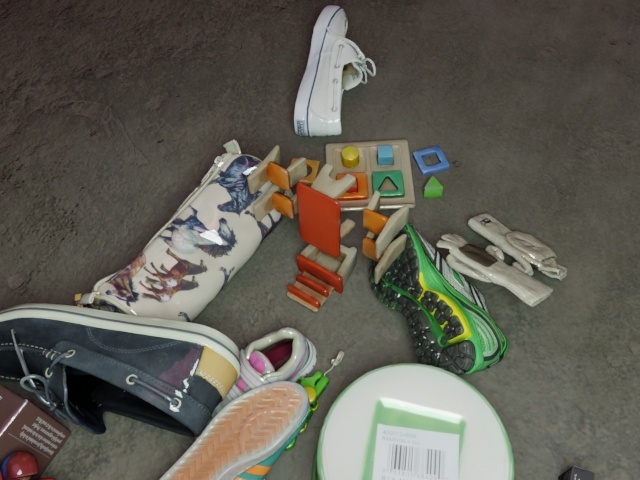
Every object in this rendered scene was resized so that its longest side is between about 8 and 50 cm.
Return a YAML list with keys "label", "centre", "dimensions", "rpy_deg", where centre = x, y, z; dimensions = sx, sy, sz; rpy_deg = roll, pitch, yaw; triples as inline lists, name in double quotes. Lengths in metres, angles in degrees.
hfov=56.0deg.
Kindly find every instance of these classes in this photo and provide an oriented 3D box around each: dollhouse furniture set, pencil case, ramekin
- label: "dollhouse furniture set"
  centre: [0.000, 0.000, 1.043]
  dimensions: [0.262, 0.259, 0.135]
  rpy_deg: [27, 59, 21]
- label: "pencil case"
  centre: [-0.234, 0.012, 1.104]
  dimensions: [0.183, 0.160, 0.410]
  rpy_deg: [46, 64, -14]
- label: "ramekin"
  centre: [0.133, 0.329, 0.878]
  dimensions: [0.303, 0.148, 0.304]
  rpy_deg: [-2, 56, 3]

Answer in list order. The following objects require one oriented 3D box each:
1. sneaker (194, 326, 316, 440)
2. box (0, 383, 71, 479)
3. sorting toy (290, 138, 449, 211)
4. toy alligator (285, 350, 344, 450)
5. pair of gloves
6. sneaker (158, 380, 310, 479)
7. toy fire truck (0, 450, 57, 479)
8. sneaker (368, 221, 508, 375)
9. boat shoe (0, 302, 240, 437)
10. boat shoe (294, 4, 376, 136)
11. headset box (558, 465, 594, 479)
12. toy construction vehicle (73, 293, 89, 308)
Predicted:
- label: "sneaker"
  centre: [-0.114, 0.228, 0.987]
  dimensions: [0.103, 0.111, 0.252]
  rpy_deg: [34, 65, 24]
- label: "box"
  centre: [-0.546, 0.303, 0.935]
  dimensions: [0.203, 0.168, 0.167]
  rpy_deg: [22, 60, 17]
- label: "sorting toy"
  centre: [0.100, -0.146, 1.261]
  dimensions: [0.347, 0.047, 0.196]
  rpy_deg: [-3, 56, 3]
- label: "toy alligator"
  centre: [-0.025, 0.253, 0.996]
  dimensions: [0.051, 0.056, 0.190]
  rpy_deg: [23, 61, 18]
- label: "pair of gloves"
  centre: [0.326, 0.033, 1.072]
  dimensions: [0.204, 0.042, 0.240]
  rpy_deg: [31, 31, 25]
- label: "sneaker"
  centre: [-0.130, 0.340, 0.908]
  dimensions: [0.302, 0.121, 0.108]
  rpy_deg: [-40, 51, -15]
- label: "toy fire truck"
  centre: [-0.436, 0.411, 0.772]
  dimensions: [0.169, 0.302, 0.254]
  rpy_deg: [-20, 72, 32]
- label: "sneaker"
  centre: [0.198, 0.096, 1.066]
  dimensions: [0.146, 0.134, 0.344]
  rpy_deg: [8, 40, -35]
- label: "boat shoe"
  centre: [-0.370, 0.209, 0.945]
  dimensions: [0.499, 0.187, 0.156]
  rpy_deg: [2, 53, 18]
- label: "boat shoe"
  centre: [0.051, -0.391, 1.377]
  dimensions: [0.156, 0.136, 0.367]
  rpy_deg: [8, 60, 10]
- label: "headset box"
  centre: [0.368, 0.369, 0.873]
  dimensions: [0.032, 0.083, 0.062]
  rpy_deg: [16, 60, 14]
- label: "toy construction vehicle"
  centre: [-0.422, 0.137, 1.118]
  dimensions: [0.085, 0.035, 0.098]
  rpy_deg: [-9, 56, -1]
